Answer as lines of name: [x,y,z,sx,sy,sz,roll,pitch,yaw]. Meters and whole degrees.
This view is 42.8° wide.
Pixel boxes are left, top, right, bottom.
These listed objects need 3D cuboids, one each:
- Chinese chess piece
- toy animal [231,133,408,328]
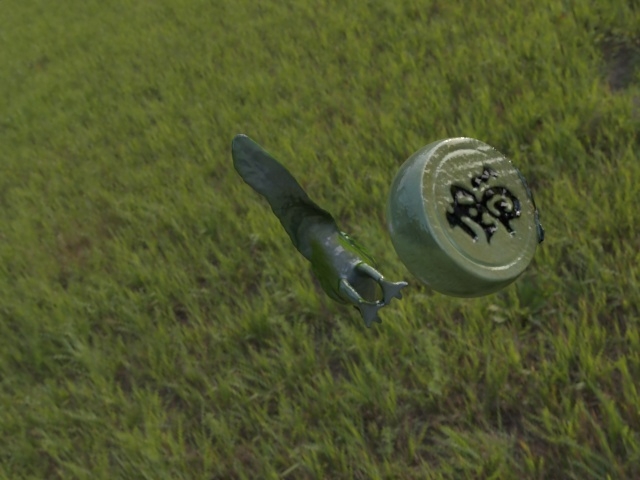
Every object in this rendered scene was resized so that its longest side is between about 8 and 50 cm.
Chinese chess piece: [0.127,-0.021,0.721,0.144,0.144,0.058,-48,9,-35]
toy animal: [0.011,0.011,0.506,0.041,0.217,0.075,-44,59,-3]
